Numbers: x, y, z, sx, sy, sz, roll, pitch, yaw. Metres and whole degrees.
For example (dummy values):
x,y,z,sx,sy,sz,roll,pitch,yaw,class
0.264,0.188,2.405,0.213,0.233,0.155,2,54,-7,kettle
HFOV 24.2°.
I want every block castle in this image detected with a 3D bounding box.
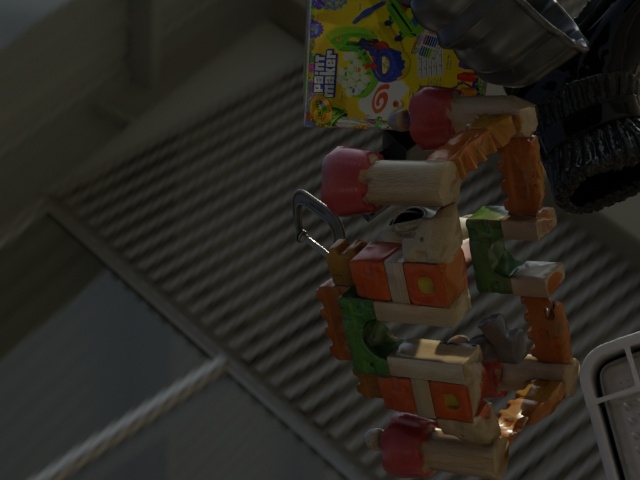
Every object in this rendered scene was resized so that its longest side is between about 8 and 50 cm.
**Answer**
x,y,z,sx,sy,sz,roll,pitch,yaw,class
0.153,0.057,1.894,0.303,0.213,0.453,-38,-57,-47,block castle

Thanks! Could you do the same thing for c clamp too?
x,y,z,sx,sy,sz,roll,pitch,yaw,class
0.000,0.000,2.276,0.022,0.160,0.137,-22,-48,-27,c clamp

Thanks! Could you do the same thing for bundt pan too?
x,y,z,sx,sy,sz,roll,pitch,yaw,class
0.193,-0.323,1.944,0.124,0.331,0.331,-45,-25,17,bundt pan

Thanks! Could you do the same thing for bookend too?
x,y,z,sx,sy,sz,roll,pitch,yaw,class
0.115,-0.133,2.437,0.157,0.072,0.156,-37,-24,-17,bookend

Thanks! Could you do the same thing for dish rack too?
x,y,z,sx,sy,sz,roll,pitch,yaw,class
0.566,0.288,2.281,0.285,0.333,0.072,-22,-29,21,dish rack

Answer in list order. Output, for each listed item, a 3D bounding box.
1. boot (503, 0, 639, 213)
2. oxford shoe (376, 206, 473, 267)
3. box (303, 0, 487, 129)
x,y,z,sx,sy,sz,roll,pitch,yaw,class
0.438,-0.216,2.108,0.348,0.260,0.131,-41,-46,20,boot
0.172,-0.009,2.170,0.123,0.130,0.348,-46,-5,15,oxford shoe
0.117,-0.331,2.279,0.279,0.177,0.290,2,-46,-3,box
